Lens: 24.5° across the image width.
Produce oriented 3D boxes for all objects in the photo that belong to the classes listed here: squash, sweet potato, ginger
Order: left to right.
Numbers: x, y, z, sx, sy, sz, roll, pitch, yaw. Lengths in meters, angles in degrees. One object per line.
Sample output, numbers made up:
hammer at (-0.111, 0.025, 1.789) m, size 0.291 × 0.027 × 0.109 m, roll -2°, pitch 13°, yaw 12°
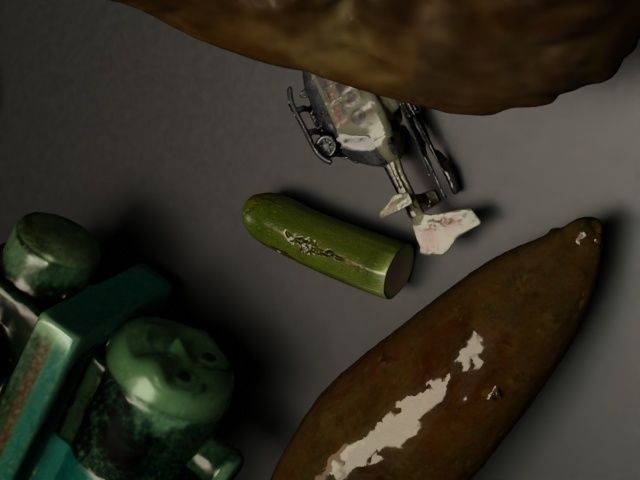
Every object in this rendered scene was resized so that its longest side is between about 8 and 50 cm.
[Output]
ginger at (-0.011, -0.174, 0.538) m, size 0.200 × 0.269 × 0.223 m, roll 127°, pitch 149°, yaw -50°
squash at (0.000, 0.000, 0.662) m, size 0.083 × 0.027 × 0.027 m, roll 22°, pitch 111°, yaw 27°
sweet potato at (0.024, 0.136, 0.647) m, size 0.108 × 0.079 × 0.346 m, roll 20°, pitch 113°, yaw 14°

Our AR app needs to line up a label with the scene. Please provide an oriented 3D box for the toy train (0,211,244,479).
toy train at (-0.150, 0.139, 0.736) m, size 0.194 × 0.120 × 0.298 m, roll 35°, pitch 116°, yaw 13°

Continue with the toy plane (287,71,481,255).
toy plane at (0.024, -0.046, 0.638) m, size 0.049 × 0.031 × 0.120 m, roll -30°, pitch 81°, yaw 24°
